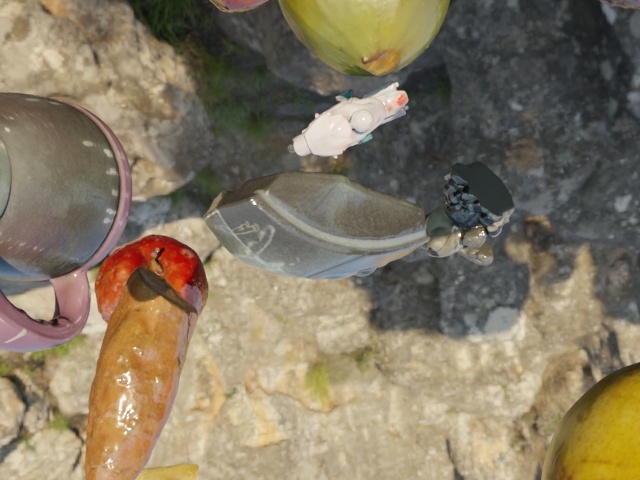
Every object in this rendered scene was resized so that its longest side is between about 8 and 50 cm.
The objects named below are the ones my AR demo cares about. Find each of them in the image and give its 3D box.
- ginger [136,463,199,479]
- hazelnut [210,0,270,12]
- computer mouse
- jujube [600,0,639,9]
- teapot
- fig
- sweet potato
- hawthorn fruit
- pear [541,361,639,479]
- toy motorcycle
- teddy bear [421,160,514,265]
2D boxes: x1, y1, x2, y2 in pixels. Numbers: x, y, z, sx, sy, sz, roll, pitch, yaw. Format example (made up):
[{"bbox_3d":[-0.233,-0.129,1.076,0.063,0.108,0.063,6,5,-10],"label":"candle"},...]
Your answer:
[{"bbox_3d":[-0.326,0.528,1.414,0.193,0.115,0.122,-8,-147,-9],"label":"ginger"},{"bbox_3d":[-0.091,-0.356,0.864,0.150,0.150,0.150,-8,171,-1],"label":"hazelnut"},{"bbox_3d":[0.002,0.002,0.630,0.126,0.071,0.231,-17,158,40],"label":"computer mouse"},{"bbox_3d":[0.416,-0.433,1.001,0.197,0.290,0.197,-5,134,-5],"label":"jujube"},{"bbox_3d":[-0.189,-0.017,0.411,0.116,0.148,0.146,11,-179,13],"label":"teapot"},{"bbox_3d":[0.086,-0.447,1.299,0.343,0.343,0.343,-8,171,-1],"label":"fig"},{"bbox_3d":[-0.192,0.148,0.757,0.097,0.251,0.097,9,158,4],"label":"sweet potato"},{"bbox_3d":[-0.353,0.087,1.537,0.242,0.241,0.271,-5,156,-24],"label":"hawthorn fruit"},{"bbox_3d":[0.351,0.250,0.691,0.281,0.280,0.281,-8,171,-1],"label":"pear"},{"bbox_3d":[0.062,-0.233,1.434,0.260,0.110,0.171,-27,-165,-12],"label":"toy motorcycle"},{"bbox_3d":[0.286,-0.024,1.448,0.144,0.171,0.251,-52,171,-46],"label":"teddy bear"}]
